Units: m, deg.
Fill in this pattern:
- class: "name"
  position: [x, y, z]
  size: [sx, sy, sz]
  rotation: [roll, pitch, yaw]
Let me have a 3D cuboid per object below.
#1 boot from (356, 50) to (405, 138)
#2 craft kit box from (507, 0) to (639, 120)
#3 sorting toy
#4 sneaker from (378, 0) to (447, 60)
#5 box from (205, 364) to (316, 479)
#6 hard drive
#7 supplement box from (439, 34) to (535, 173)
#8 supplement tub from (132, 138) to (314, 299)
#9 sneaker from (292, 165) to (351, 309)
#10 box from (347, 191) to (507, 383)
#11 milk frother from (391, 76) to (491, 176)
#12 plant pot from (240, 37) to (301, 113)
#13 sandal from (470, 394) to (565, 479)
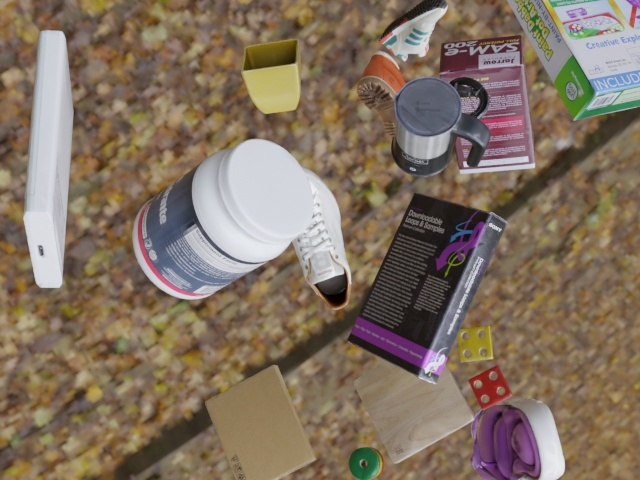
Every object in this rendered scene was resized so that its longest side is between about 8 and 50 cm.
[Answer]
- class: "boot"
  position: [0.114, -0.207, 1.640]
  size: [0.059, 0.085, 0.158]
  rotation: [-14, 136, 31]
- class: "craft kit box"
  position: [0.330, -0.262, 1.222]
  size: [0.249, 0.247, 0.061]
  rotation: [-13, 158, -23]
- class: "sorting toy"
  position: [0.143, 0.220, 1.578]
  size: [0.274, 0.132, 0.046]
  rotation: [-33, 160, 16]
- class: "sneaker"
  position: [0.178, -0.369, 1.973]
  size: [0.161, 0.075, 0.057]
  rotation: [-25, -153, 47]
- class: "box"
  position: [-0.117, 0.364, 2.151]
  size: [0.164, 0.201, 0.021]
  rotation: [-29, 160, 11]
- class: "hard drive"
  position: [-0.385, -0.115, 1.597]
  size: [0.040, 0.308, 0.203]
  rotation: [0, 149, -8]
- class: "supplement box"
  position: [0.271, -0.214, 1.799]
  size: [0.130, 0.073, 0.239]
  rotation: [-4, 142, 13]
- class: "supplement tub"
  position: [-0.159, -0.032, 1.804]
  size: [0.191, 0.191, 0.272]
  rotation: [-6, 163, -45]
- class: "sneaker"
  position: [0.000, 0.000, 2.071]
  size: [0.106, 0.123, 0.290]
  rotation: [-21, 118, 4]
- class: "box"
  position: [0.098, 0.040, 1.045]
  size: [0.029, 0.116, 0.162]
  rotation: [25, 88, -34]
- class: "milk frother"
  position: [0.158, -0.170, 1.443]
  size: [0.129, 0.143, 0.135]
  rotation: [3, 162, 2]
- class: "plant pot"
  position: [-0.064, -0.229, 1.604]
  size: [0.081, 0.081, 0.083]
  rotation: [-7, 125, 6]
- class: "sandal"
  position: [0.292, 0.333, 1.830]
  size: [0.102, 0.169, 0.416]
  rotation: [-10, 163, -7]
